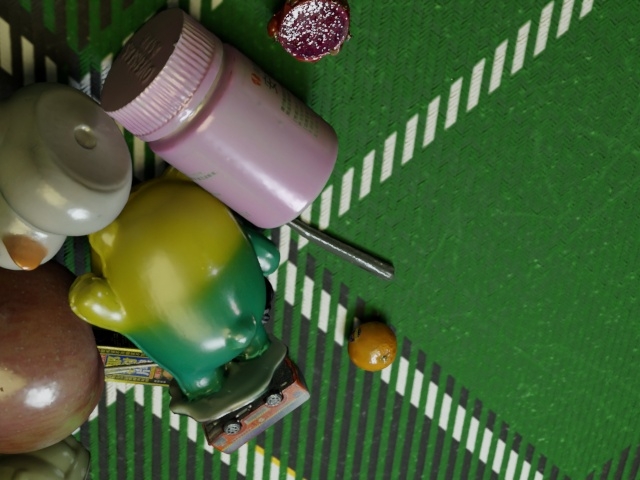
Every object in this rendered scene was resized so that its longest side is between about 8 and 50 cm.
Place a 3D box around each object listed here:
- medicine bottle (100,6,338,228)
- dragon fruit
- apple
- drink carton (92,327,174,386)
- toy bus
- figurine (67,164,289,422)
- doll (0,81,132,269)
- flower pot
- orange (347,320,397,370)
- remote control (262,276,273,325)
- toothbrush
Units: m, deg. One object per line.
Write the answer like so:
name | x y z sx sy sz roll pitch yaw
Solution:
medicine bottle | -0.132 -0.160 1.704 0.290 0.178 0.178 36 110 -30
dragon fruit | -0.016 -0.298 1.707 0.126 0.068 0.112 11 133 -35
apple | -0.430 0.155 1.791 0.234 0.306 0.306 -11 126 -11
drink carton | -0.280 0.186 1.986 0.165 0.056 0.071 6 120 -17
toy bus | -0.105 0.273 2.086 0.192 0.065 0.077 -36 135 13
figurine | -0.191 0.066 1.804 0.323 0.231 0.340 -40 120 -27
doll | -0.364 -0.074 1.645 0.221 0.251 0.221 -4 146 -3
flower pot | -0.523 0.391 1.938 0.244 0.307 0.307 30 114 -12
orange | 0.085 0.171 2.047 0.083 0.083 0.084 -6 125 -9
remote control | -0.141 0.169 1.999 0.090 0.066 0.266 10 122 -22
toothbrush | 0.000 0.000 1.939 0.297 0.031 0.030 26 141 -29
